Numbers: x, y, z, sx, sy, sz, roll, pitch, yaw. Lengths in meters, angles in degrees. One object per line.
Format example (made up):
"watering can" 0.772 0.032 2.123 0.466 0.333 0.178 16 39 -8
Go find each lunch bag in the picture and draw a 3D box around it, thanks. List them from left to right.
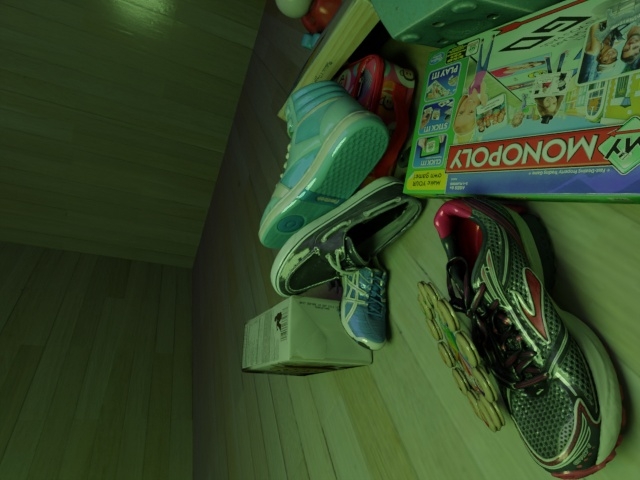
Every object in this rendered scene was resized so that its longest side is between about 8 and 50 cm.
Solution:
"lunch bag" 0.082 -0.211 0.818 0.258 0.120 0.293 24 103 61

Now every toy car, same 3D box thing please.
"toy car" -0.053 -0.693 1.158 0.219 0.238 0.210 -69 26 20

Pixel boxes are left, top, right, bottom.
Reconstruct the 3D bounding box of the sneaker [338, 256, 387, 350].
"sneaker" 0.080 0.093 0.723 0.081 0.080 0.211 123 147 -43

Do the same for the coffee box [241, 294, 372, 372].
"coffee box" -0.043 0.211 0.837 0.297 0.168 0.119 142 134 -57

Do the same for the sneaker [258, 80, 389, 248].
"sneaker" -0.029 -0.146 0.746 0.319 0.127 0.208 -46 53 27

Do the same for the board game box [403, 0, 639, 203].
"board game box" 0.239 -0.154 0.473 0.317 0.046 0.214 11 90 59

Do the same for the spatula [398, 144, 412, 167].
"spatula" 0.214 -0.194 0.609 0.296 0.030 0.084 -42 45 53

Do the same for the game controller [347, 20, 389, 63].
"game controller" 0.152 -0.513 0.841 0.319 0.067 0.166 -27 56 60

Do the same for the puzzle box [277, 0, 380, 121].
"puzzle box" 0.046 -0.449 0.864 0.409 0.052 0.272 -24 40 62

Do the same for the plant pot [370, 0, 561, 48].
"plant pot" 0.193 -0.395 0.510 0.247 0.247 0.252 -165 74 -66

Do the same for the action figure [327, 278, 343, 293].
"action figure" 0.000 0.000 0.901 0.285 0.099 0.185 -101 13 -56

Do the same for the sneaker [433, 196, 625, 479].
"sneaker" 0.197 0.085 0.430 0.121 0.112 0.299 -52 36 46

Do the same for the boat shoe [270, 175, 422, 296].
"boat shoe" 0.042 0.012 0.696 0.301 0.108 0.102 -36 34 6

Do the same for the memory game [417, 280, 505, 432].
"memory game" 0.158 0.132 0.472 0.186 0.012 0.186 -24 -90 -90
